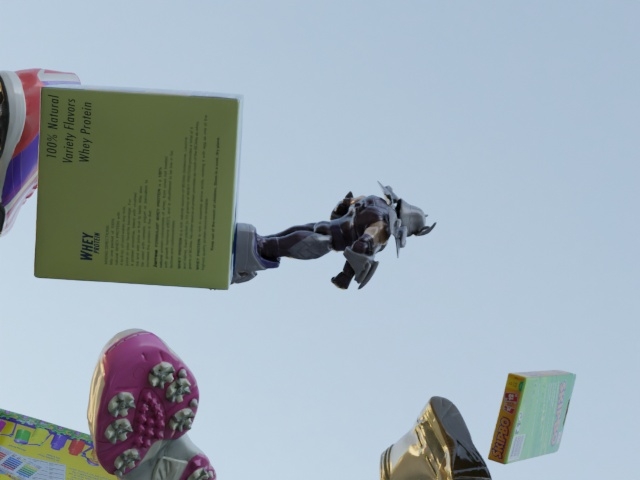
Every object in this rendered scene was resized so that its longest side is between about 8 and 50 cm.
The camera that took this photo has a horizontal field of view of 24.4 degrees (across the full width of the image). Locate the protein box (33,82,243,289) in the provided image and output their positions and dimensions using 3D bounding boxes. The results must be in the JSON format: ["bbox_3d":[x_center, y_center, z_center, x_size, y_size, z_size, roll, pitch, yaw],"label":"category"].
[{"bbox_3d":[-0.188,-0.061,1.559,0.201,0.136,0.199,3,-83,-1],"label":"protein box"}]

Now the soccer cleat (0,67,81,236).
[{"bbox_3d":[-0.400,-0.111,1.993,0.108,0.116,0.318,63,-31,29],"label":"soccer cleat"}]

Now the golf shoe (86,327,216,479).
[{"bbox_3d":[-0.187,0.169,1.456,0.140,0.115,0.306,50,-22,32],"label":"golf shoe"}]

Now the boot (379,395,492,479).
[{"bbox_3d":[0.167,0.361,2.202,0.077,0.213,0.165,13,-49,-35],"label":"boot"}]

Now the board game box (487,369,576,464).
[{"bbox_3d":[0.308,0.249,2.117,0.039,0.124,0.259,15,3,28],"label":"board game box"}]

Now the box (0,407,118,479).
[{"bbox_3d":[-0.374,0.373,1.814,0.290,0.279,0.177,17,-59,1],"label":"box"}]

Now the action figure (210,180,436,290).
[{"bbox_3d":[0.000,0.000,1.792,0.285,0.185,0.099,-9,-76,0],"label":"action figure"}]
